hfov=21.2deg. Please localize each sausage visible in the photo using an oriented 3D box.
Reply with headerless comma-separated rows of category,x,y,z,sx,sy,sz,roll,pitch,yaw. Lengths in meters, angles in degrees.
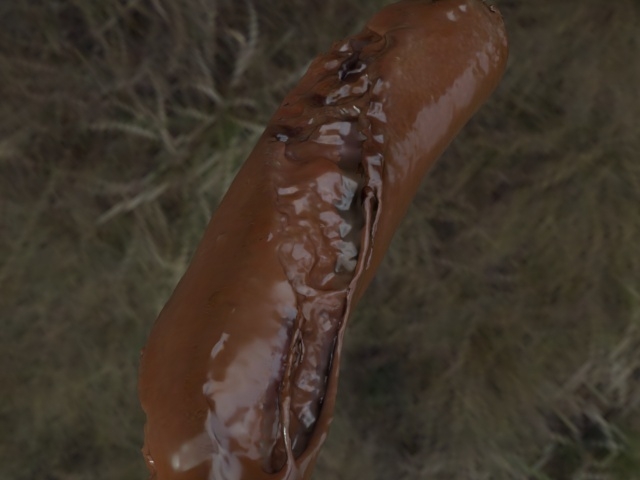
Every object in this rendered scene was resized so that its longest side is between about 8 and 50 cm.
sausage,-0.002,-0.001,0.715,0.079,0.087,0.326,100,14,-49
